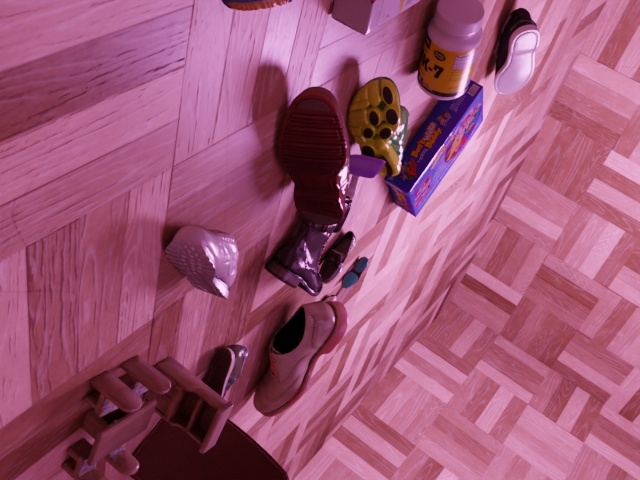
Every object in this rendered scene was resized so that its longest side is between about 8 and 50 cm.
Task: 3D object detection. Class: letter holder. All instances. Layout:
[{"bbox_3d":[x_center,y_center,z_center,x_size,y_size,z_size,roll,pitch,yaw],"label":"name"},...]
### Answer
[{"bbox_3d":[-0.219,0.488,1.606,0.214,0.301,0.152,-54,162,-8],"label":"letter holder"}]

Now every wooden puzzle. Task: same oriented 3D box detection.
[{"bbox_3d":[0.066,0.156,2.245,0.116,0.014,0.078,-53,158,-10],"label":"wooden puzzle"}]

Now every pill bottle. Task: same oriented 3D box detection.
[{"bbox_3d":[0.279,-0.413,1.622,0.119,0.119,0.208,-46,159,-28],"label":"pill bottle"}]

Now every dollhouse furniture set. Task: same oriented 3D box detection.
[{"bbox_3d":[-0.299,0.330,1.347,0.242,0.161,0.212,-26,146,-58],"label":"dollhouse furniture set"}]

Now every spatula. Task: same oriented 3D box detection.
[{"bbox_3d":[0.064,-0.101,1.704,0.296,0.084,0.030,113,-13,-51],"label":"spatula"}]

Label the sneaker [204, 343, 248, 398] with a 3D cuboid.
[{"bbox_3d":[-0.215,0.313,1.695,0.086,0.064,0.192,-12,130,-59],"label":"sneaker"}]

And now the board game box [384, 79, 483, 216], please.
[{"bbox_3d":[0.317,-0.252,2.073,0.347,0.078,0.233,-55,162,-5],"label":"board game box"}]

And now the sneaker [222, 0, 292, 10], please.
[{"bbox_3d":[-0.027,-0.393,0.927,0.296,0.111,0.131,-48,143,-29],"label":"sneaker"}]

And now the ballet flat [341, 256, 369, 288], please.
[{"bbox_3d":[0.099,0.096,2.186,0.114,0.041,0.041,-50,161,-17],"label":"ballet flat"}]

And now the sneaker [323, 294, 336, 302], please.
[{"bbox_3d":[0.021,0.231,2.151,0.161,0.075,0.057,-62,162,19],"label":"sneaker"}]

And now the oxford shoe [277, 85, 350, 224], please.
[{"bbox_3d":[-0.003,-0.171,1.378,0.348,0.122,0.130,90,12,-58],"label":"oxford shoe"}]

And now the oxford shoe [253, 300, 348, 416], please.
[{"bbox_3d":[-0.091,0.301,1.965,0.146,0.140,0.397,13,119,-38],"label":"oxford shoe"}]

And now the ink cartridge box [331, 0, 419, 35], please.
[{"bbox_3d":[0.105,-0.427,1.217,0.175,0.072,0.127,-41,157,-38],"label":"ink cartridge box"}]

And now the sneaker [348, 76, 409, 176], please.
[{"bbox_3d":[0.124,-0.250,1.576,0.295,0.109,0.124,77,25,-63],"label":"sneaker"}]

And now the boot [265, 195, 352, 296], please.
[{"bbox_3d":[0.000,0.000,1.667,0.229,0.091,0.263,-56,160,2],"label":"boot"}]

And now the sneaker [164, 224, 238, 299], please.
[{"bbox_3d":[-0.186,0.016,1.250,0.235,0.090,0.095,84,30,-69],"label":"sneaker"}]

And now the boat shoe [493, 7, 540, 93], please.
[{"bbox_3d":[0.555,-0.533,2.161,0.114,0.091,0.302,-6,155,-6],"label":"boat shoe"}]

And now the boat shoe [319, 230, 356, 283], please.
[{"bbox_3d":[0.039,0.038,1.908,0.152,0.056,0.049,-60,160,-21],"label":"boat shoe"}]
